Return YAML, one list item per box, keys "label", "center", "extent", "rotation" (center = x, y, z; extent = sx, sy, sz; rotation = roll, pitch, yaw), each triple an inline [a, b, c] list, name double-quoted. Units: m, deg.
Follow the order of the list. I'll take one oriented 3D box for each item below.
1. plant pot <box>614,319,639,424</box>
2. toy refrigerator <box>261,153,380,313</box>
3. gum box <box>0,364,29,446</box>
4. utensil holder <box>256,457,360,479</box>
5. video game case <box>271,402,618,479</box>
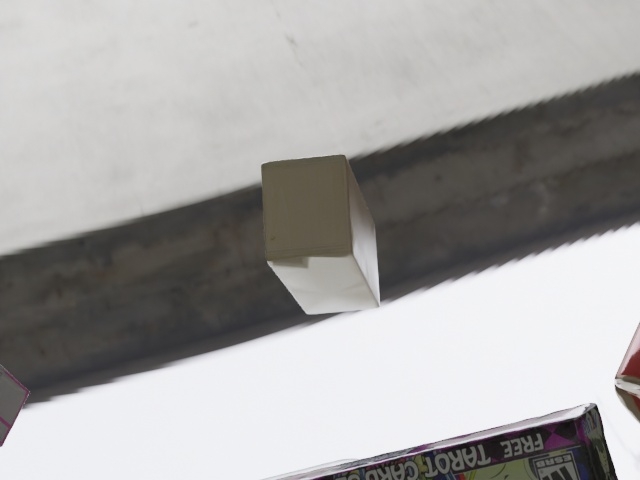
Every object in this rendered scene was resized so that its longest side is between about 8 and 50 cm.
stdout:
- label: "plant pot"
  center: [0.395, 0.081, 1.335]
  extent: [0.275, 0.275, 0.243]
  rotation: [43, -102, -29]
- label: "toy refrigerator"
  center: [0.000, 0.000, 1.645]
  extent: [0.094, 0.269, 0.102]
  rotation: [-6, -104, 7]
- label: "gum box"
  center: [-0.342, 0.108, 1.311]
  extent: [0.107, 0.062, 0.188]
  rotation: [-18, -54, 37]
- label: "utensil holder"
  center: [-0.096, 0.411, 1.552]
  extent: [0.385, 0.327, 0.328]
  rotation: [-12, -58, -26]
- label: "video game case"
  center: [0.055, 0.208, 0.781]
  extent: [0.232, 0.042, 0.210]
  rotation: [-16, -91, 25]
